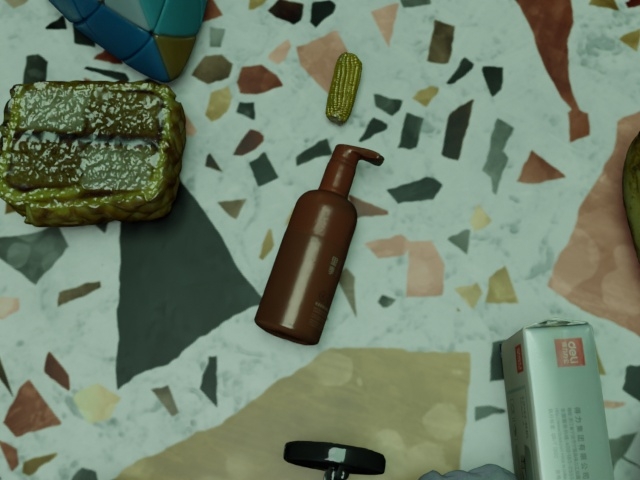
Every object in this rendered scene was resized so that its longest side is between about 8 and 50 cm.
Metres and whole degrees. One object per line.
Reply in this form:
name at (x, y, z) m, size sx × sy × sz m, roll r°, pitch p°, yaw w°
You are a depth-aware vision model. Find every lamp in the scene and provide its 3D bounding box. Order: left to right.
lamp at (-0.023, 0.392, 1.003) m, size 0.130 × 0.108 × 0.371 m, roll 11°, pitch 92°, yaw -6°

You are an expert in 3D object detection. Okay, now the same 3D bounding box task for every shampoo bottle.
shampoo bottle at (-0.002, 0.000, 1.076) m, size 0.085 × 0.085 × 0.244 m, roll 19°, pitch 79°, yaw 8°

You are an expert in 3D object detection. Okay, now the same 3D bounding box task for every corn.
corn at (0.029, -0.191, 1.145) m, size 0.037 × 0.037 × 0.092 m, roll 13°, pitch 76°, yaw 6°

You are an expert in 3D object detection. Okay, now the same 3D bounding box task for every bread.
bread at (-0.277, -0.105, 1.111) m, size 0.222 × 0.096 × 0.181 m, roll 0°, pitch 76°, yaw 1°

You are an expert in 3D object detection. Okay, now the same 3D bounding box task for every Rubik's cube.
Rubik's cube at (-0.218, -0.314, 1.100) m, size 0.255 × 0.254 × 0.254 m, roll -1°, pitch 76°, yaw 3°

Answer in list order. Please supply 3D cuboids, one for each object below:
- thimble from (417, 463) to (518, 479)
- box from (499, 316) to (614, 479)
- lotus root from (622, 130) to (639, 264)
thimble at (0.145, 0.304, 0.957) m, size 0.151 × 0.127 × 0.117 m, roll -21°, pitch 65°, yaw 29°
box at (0.256, 0.225, 0.982) m, size 0.079 × 0.135 × 0.269 m, roll -3°, pitch 77°, yaw -1°
lotus root at (0.413, -0.016, 1.053) m, size 0.110 × 0.097 × 0.258 m, roll -8°, pitch 83°, yaw 8°
